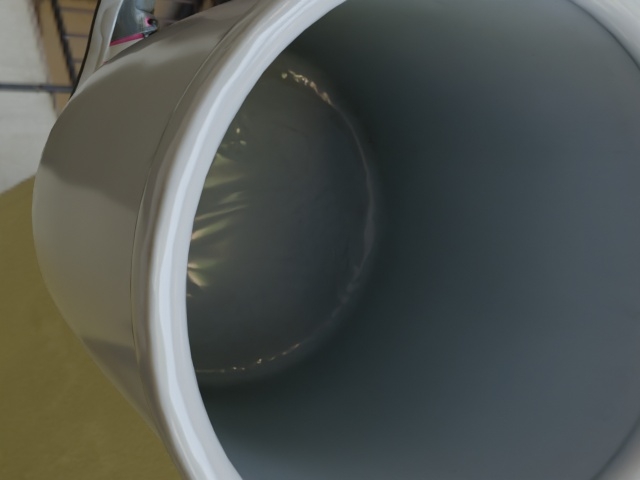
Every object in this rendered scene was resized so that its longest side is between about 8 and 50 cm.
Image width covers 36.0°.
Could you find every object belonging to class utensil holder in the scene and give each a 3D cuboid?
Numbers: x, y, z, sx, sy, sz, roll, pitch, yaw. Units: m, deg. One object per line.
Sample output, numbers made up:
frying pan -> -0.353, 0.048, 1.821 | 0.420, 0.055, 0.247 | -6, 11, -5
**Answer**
utensil holder -> 0.000, 0.000, 0.628 | 0.385, 0.328, 0.327 | -167, -105, -65

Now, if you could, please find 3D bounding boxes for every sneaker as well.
sneaker -> -0.180, -0.183, 1.124 | 0.178, 0.124, 0.295 | 19, -79, -5
